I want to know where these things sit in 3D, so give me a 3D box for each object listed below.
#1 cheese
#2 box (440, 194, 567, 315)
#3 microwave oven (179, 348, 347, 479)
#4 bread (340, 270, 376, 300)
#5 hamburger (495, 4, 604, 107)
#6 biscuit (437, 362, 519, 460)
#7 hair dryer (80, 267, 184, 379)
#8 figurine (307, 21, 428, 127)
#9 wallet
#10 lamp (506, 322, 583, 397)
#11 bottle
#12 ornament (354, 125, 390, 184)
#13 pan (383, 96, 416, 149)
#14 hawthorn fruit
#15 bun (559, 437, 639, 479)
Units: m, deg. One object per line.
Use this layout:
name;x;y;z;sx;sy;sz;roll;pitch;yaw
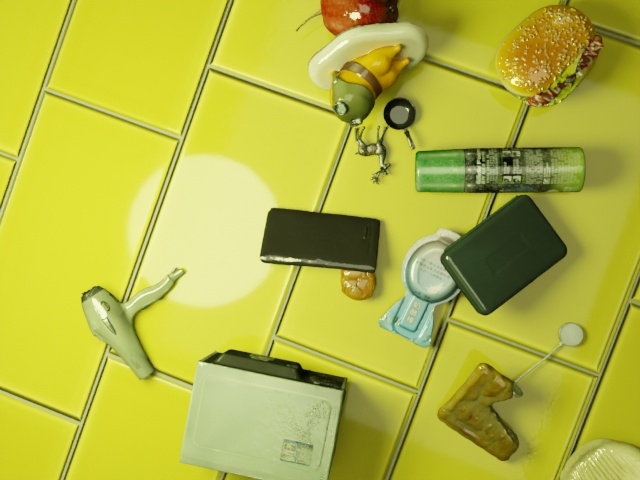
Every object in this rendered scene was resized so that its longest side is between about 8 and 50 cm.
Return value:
cheese;0.222;0.092;1.573;0.135;0.052;0.245;26;93;6
box;0.370;0.027;1.531;0.230;0.050;0.160;-36;89;-11
microwave oven;-0.107;0.360;1.545;0.295;0.181;0.237;10;90;5
bread;0.079;0.083;1.590;0.081;0.046;0.083;23;92;2
hamburger;0.454;-0.368;1.513;0.210;0.116;0.173;-44;84;4
biscuit;0.348;0.347;1.541;0.174;0.039;0.183;31;121;7
hair dryer;-0.383;0.186;1.635;0.225;0.088;0.219;-13;96;-9
figurine;0.099;-0.318;1.494;0.250;0.166;0.141;-22;51;22
wallet;0.000;0.000;1.585;0.244;0.025;0.124;6;68;5
lamp;0.461;0.243;1.554;0.198;0.056;0.050;-42;84;1
bottle;0.358;-0.142;1.536;0.330;0.093;0.093;0;91;6
ornament;0.109;-0.178;1.593;0.073;0.028;0.125;-4;89;5
pan;0.174;-0.242;1.587;0.068;0.023;0.115;-20;86;5
hawthorn fruit;0.055;-0.477;1.548;0.203;0.162;0.162;10;92;24
bun;0.577;0.483;1.521;0.188;0.111;0.164;-47;69;7
